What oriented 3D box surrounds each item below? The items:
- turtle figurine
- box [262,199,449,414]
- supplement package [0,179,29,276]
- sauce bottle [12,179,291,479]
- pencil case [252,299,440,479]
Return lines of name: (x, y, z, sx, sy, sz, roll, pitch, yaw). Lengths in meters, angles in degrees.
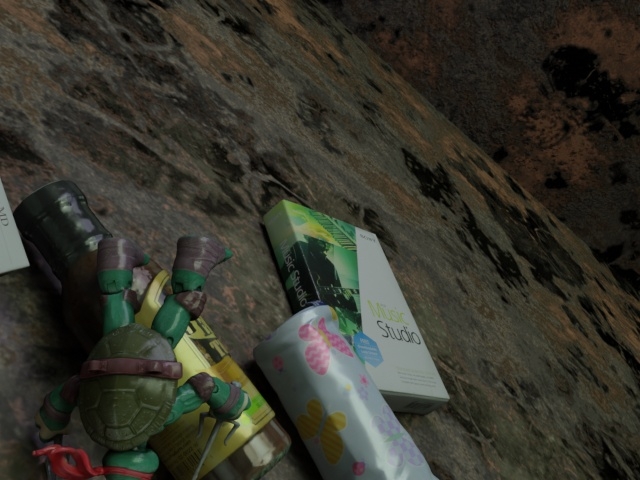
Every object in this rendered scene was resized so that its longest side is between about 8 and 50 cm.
turtle figurine: (-0.141, 0.113, 0.575, 0.175, 0.118, 0.234, 6, 69, -7)
box: (0.051, 0.100, 1.072, 0.232, 0.058, 0.322, 19, 39, -46)
supplement package: (-0.335, 0.001, 0.532, 0.179, 0.105, 0.105, -23, 95, -63)
sauce bottle: (-0.169, 0.093, 0.685, 0.344, 0.111, 0.111, 52, 26, 5)
pencil case: (0.031, 0.208, 0.832, 0.124, 0.113, 0.273, 2, 52, -59)
